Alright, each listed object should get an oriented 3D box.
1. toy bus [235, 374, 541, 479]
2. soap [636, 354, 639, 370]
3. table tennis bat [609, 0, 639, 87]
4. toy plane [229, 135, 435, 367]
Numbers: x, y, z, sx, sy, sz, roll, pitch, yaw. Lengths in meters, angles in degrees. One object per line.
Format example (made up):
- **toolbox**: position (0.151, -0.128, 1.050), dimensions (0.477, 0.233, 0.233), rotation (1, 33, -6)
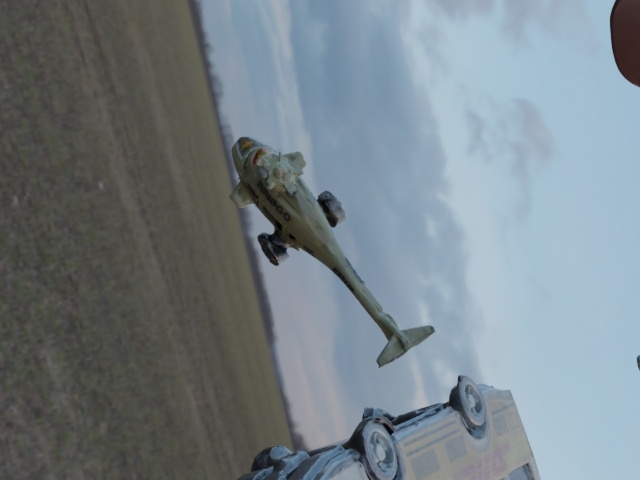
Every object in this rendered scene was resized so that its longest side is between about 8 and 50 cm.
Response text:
- **toy bus**: position (0.057, 0.186, 0.704), dimensions (0.342, 0.097, 0.138), rotation (-8, 78, -61)
- **soap**: position (0.472, 0.144, 1.131), dimensions (0.066, 0.198, 0.119), rotation (33, -31, 63)
- **table tennis bat**: position (0.289, -0.207, 0.838), dimensions (0.013, 0.087, 0.156), rotation (-94, 170, -67)
- **toy plane**: position (0.000, 0.000, 0.948), dimensions (0.286, 0.092, 0.108), rotation (54, -13, 18)
